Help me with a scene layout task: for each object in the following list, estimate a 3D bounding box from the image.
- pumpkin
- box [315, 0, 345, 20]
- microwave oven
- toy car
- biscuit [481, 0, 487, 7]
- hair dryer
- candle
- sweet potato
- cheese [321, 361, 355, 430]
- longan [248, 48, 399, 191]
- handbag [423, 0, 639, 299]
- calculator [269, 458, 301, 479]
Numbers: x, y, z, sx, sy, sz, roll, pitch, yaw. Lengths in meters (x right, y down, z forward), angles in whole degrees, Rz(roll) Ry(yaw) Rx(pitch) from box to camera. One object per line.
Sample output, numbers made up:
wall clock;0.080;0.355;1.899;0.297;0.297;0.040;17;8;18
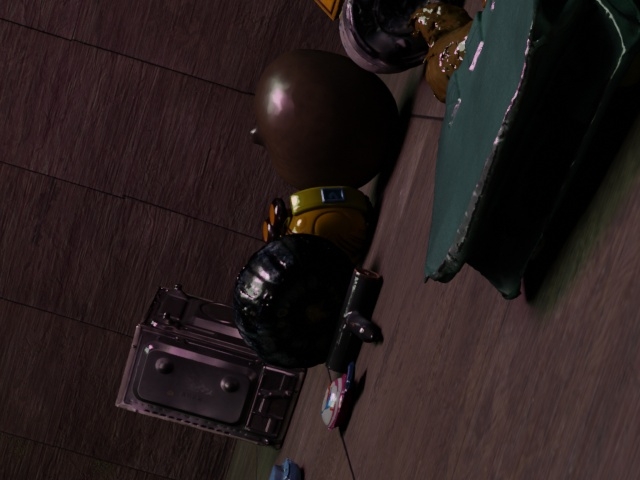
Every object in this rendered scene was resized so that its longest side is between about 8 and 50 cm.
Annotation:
pumpkin;-0.036;0.103;1.561;0.163;0.233;0.233;28;103;59
box;0.084;-0.580;1.789;0.301;0.193;0.084;-35;-13;-24
microwave oven;-0.247;0.282;2.206;0.333;0.394;0.247;-96;23;-76
toy car;0.000;0.000;1.764;0.248;0.200;0.142;114;149;-64
biscuit;0.236;-0.353;1.097;0.170;0.050;0.170;12;-90;-87
hair dryer;0.058;0.151;1.416;0.195;0.050;0.173;-104;28;-73
candle;0.125;-0.386;1.615;0.330;0.187;0.187;-112;39;-84
sweet potato;0.172;-0.225;1.109;0.310;0.098;0.124;-128;46;-72
cheese;0.031;0.240;1.414;0.145;0.038;0.095;111;172;-48
longan;-0.002;-0.222;1.748;0.243;0.300;0.300;-48;-20;-63
handbag;0.175;-0.119;0.784;0.274;0.100;0.268;-80;5;-56
calculator;-0.095;0.546;1.694;0.173;0.051;0.293;-97;24;-74
